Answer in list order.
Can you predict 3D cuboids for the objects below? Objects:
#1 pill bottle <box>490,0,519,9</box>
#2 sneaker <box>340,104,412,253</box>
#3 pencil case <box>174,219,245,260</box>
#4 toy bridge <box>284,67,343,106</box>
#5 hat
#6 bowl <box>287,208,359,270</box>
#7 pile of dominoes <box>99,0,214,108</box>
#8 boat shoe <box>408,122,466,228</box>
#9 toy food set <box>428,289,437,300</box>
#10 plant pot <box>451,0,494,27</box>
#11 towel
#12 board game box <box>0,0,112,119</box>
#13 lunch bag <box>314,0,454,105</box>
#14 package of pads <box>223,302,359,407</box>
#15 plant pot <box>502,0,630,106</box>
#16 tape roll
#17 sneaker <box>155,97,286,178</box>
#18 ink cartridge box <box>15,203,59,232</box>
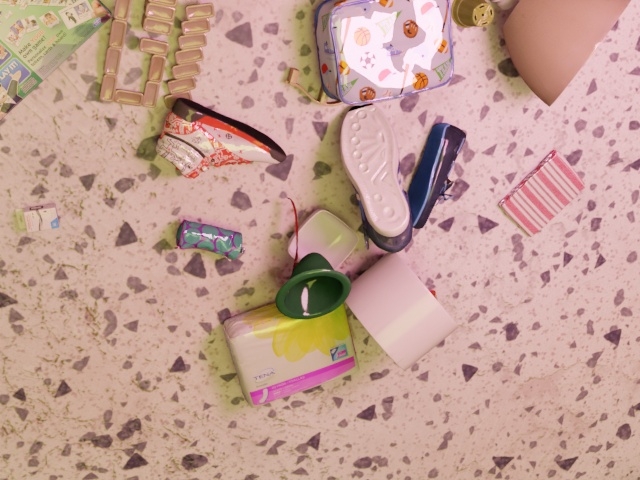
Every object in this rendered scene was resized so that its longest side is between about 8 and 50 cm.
[{"bbox_3d":[0.376,-0.569,1.905,0.137,0.078,0.078,36,99,-28],"label":"pill bottle"},{"bbox_3d":[0.129,-0.127,2.010,0.130,0.236,0.323,-15,74,1],"label":"sneaker"},{"bbox_3d":[-0.249,0.001,1.973,0.151,0.064,0.070,14,84,-22],"label":"pencil case"},{"bbox_3d":[0.009,-0.329,1.927,0.188,0.026,0.063,9,111,-22],"label":"toy bridge"},{"bbox_3d":[-0.029,0.050,2.023,0.172,0.184,0.208,10,135,-29],"label":"hat"},{"bbox_3d":[0.000,0.000,2.059,0.142,0.053,0.142,38,98,-29],"label":"bowl"},{"bbox_3d":[-0.336,-0.393,1.796,0.195,0.040,0.251,7,119,-21],"label":"pile of dominoes"},{"bbox_3d":[0.278,-0.142,2.055,0.089,0.109,0.258,11,112,-25],"label":"boat shoe"},{"bbox_3d":[0.262,0.160,2.234,0.082,0.020,0.083,-33,119,-1],"label":"toy food set"},{"bbox_3d":[0.340,-0.501,1.924,0.083,0.079,0.083,-7,116,-14],"label":"plant pot"},{"bbox_3d":[0.557,-0.116,2.201,0.197,0.029,0.144,-44,119,8],"label":"towel"},{"bbox_3d":[-0.591,-0.408,1.689,0.317,0.046,0.213,-41,118,4],"label":"board game box"},{"bbox_3d":[0.142,-0.426,1.866,0.303,0.115,0.243,-16,111,-18],"label":"lunch bag"},{"bbox_3d":[-0.070,0.254,2.125,0.296,0.101,0.229,-19,118,-9],"label":"package of pads"},{"bbox_3d":[0.512,-0.464,1.914,0.191,0.284,0.284,37,100,4],"label":"plant pot"},{"bbox_3d":[0.185,0.164,2.084,0.169,0.246,0.246,-39,119,3],"label":"tape roll"},{"bbox_3d":[-0.218,-0.190,1.886,0.270,0.090,0.145,23,109,-25],"label":"sneaker"},{"bbox_3d":[-0.601,-0.046,1.860,0.083,0.028,0.048,-10,116,-13],"label":"ink cartridge box"}]
